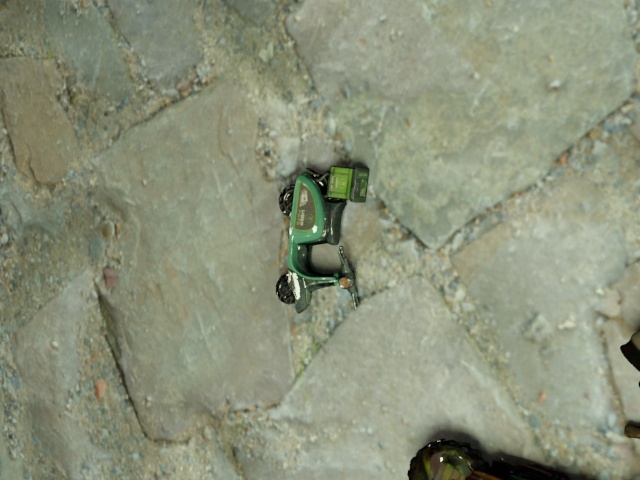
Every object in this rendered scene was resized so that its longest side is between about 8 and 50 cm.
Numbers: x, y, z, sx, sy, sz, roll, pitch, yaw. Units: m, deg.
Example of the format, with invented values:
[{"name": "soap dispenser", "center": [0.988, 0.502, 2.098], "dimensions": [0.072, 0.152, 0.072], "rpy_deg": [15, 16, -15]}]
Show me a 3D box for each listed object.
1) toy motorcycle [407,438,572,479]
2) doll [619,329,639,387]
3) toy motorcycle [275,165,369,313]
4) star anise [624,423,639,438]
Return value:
[{"name": "toy motorcycle", "center": [0.254, 0.325, 0.857], "dimensions": [0.400, 0.134, 0.207], "rpy_deg": [8, 96, 33]}, {"name": "doll", "center": [0.369, 0.039, 0.770], "dimensions": [0.117, 0.182, 0.257], "rpy_deg": [38, 110, -20]}, {"name": "toy motorcycle", "center": [0.000, 0.000, 1.049], "dimensions": [0.100, 0.058, 0.173], "rpy_deg": [8, 94, 26]}, {"name": "star anise", "center": [0.400, 0.159, 0.799], "dimensions": [0.234, 0.073, 0.177], "rpy_deg": [34, 105, 37]}]
